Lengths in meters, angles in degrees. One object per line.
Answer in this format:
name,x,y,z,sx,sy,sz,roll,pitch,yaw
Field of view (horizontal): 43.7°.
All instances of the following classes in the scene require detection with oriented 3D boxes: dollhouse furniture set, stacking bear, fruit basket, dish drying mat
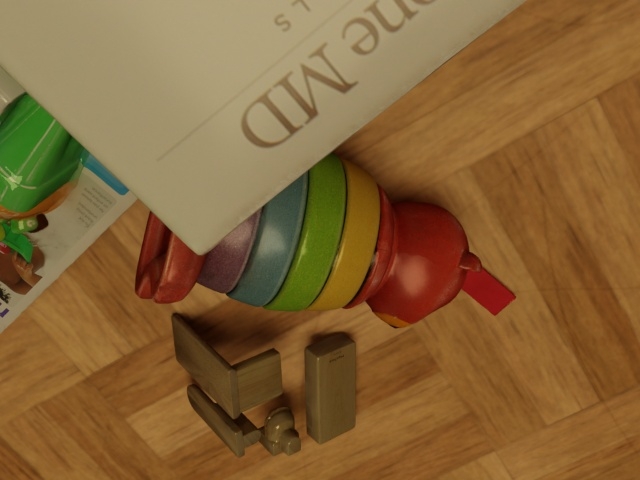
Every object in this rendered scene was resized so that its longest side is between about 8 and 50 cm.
dollhouse furniture set,-0.059,0.143,0.857,0.151,0.123,0.144,-19,122,-31
stacking bear,0.000,0.000,0.719,0.288,0.175,0.164,13,84,-19
fruit basket,-0.325,-0.093,0.651,0.353,0.165,0.327,-38,102,26
dish drying mat,0.162,0.044,0.823,0.083,0.008,0.032,38,111,-19

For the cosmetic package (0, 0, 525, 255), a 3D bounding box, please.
cosmetic package,-0.073,-0.284,0.477,0.329,0.327,0.394,-37,113,15
